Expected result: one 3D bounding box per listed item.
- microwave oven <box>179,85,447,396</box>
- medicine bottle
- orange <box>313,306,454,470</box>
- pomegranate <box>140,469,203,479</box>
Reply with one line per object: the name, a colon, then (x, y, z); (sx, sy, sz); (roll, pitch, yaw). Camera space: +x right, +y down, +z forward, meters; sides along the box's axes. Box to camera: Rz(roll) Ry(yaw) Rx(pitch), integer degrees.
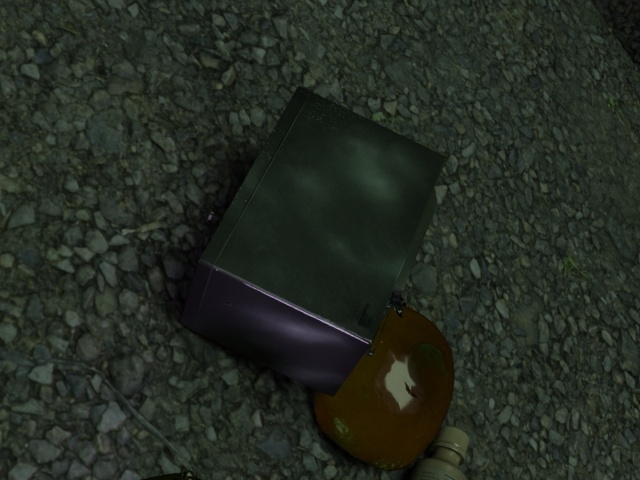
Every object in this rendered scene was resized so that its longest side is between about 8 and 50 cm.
microwave oven: (0.000, 0.000, 1.625); (0.374, 0.236, 0.432); (26, 56, 1)
medicine bottle: (0.221, 0.477, 1.743); (0.114, 0.114, 0.252); (41, 51, -17)
orange: (0.131, 0.264, 1.740); (0.262, 0.196, 0.334); (30, 62, -8)
pomegranate: (-0.238, 0.467, 1.357); (0.198, 0.198, 0.246); (45, 70, -14)
